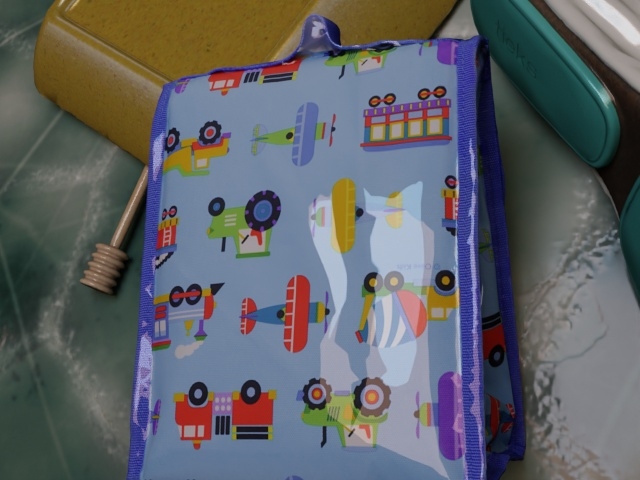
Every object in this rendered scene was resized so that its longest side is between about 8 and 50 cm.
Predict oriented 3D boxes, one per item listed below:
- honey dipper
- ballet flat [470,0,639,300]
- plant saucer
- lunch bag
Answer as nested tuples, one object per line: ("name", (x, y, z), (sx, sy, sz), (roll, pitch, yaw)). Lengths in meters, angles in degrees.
("honey dipper", (-0.162, -0.032, 0.692), (0.031, 0.030, 0.160), (14, 76, 27))
("ballet flat", (0.228, -0.053, 0.484), (0.139, 0.139, 0.400), (-29, 62, 12))
("plant saucer", (-0.074, -0.216, 0.678), (0.333, 0.081, 0.332), (33, 83, 30))
("lunch bag", (0.000, 0.000, 0.510), (0.221, 0.138, 0.293), (-4, 86, 23))
